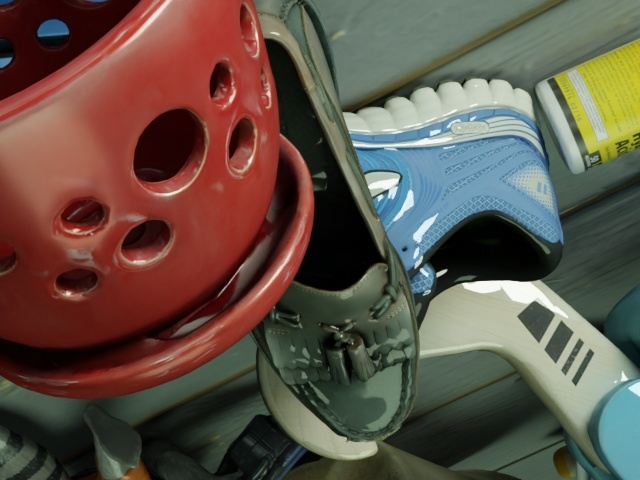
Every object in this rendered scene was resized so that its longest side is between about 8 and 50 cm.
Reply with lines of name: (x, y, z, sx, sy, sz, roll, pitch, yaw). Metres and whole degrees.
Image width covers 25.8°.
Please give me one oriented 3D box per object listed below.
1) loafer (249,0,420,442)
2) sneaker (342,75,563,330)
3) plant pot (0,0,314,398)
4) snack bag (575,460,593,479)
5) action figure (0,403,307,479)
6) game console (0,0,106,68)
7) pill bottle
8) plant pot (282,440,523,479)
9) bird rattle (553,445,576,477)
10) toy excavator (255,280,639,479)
loafer: (-0.008, -0.001, 0.730, 0.096, 0.084, 0.267, -17, 111, 1)
sneaker: (0.000, 0.000, 0.833, 0.330, 0.147, 0.130, -12, 152, -15)
plant pot: (-0.106, -0.039, 0.588, 0.191, 0.191, 0.174, -21, 131, 2)
snack bag: (0.380, 0.233, 1.403, 0.342, 0.323, 0.037, -12, -166, -35)
action figure: (-0.145, 0.192, 1.148, 0.341, 0.178, 0.330, -50, 158, -1)
game console: (-0.129, -0.087, 0.673, 0.122, 0.107, 0.071, -8, 179, -21)
pill bottle: (0.200, -0.093, 0.886, 0.116, 0.065, 0.065, -24, 153, 7)
plant pot: (0.067, 0.339, 1.367, 0.334, 0.334, 0.305, -29, 141, 18)
bird rattle: (0.370, 0.204, 1.544, 0.253, 0.143, 0.207, -15, 168, -39)
toy excavator: (0.234, 0.107, 1.043, 0.433, 0.445, 0.222, -42, 177, -8)
